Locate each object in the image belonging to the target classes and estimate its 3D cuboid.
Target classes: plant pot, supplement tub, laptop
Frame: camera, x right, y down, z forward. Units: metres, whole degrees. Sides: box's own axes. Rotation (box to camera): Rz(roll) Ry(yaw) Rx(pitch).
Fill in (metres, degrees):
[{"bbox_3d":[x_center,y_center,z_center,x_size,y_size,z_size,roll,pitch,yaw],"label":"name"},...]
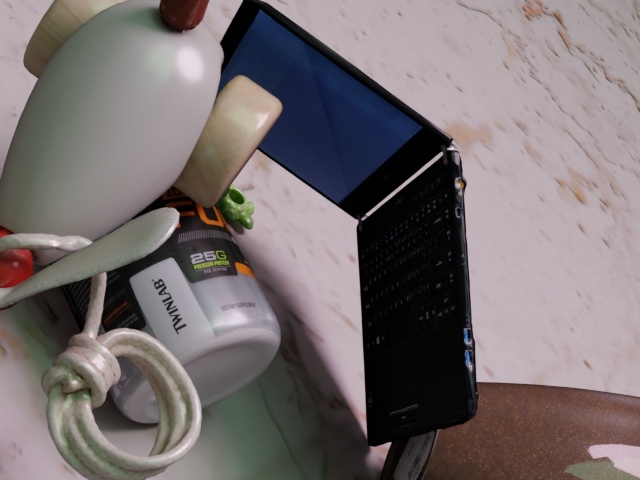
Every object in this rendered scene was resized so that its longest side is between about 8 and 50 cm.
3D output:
[{"bbox_3d":[0.164,0.187,1.104,0.230,0.215,0.215,22,38,-10],"label":"plant pot"},{"bbox_3d":[-0.114,0.012,1.036,0.117,0.117,0.190,-2,56,-49],"label":"supplement tub"},{"bbox_3d":[0.000,0.000,1.063,0.137,0.234,0.264,0,79,-13],"label":"laptop"}]

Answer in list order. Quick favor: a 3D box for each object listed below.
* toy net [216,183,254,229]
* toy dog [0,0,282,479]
[{"bbox_3d":[-0.124,-0.111,1.223,0.122,0.045,0.232,-2,55,-49],"label":"toy net"},{"bbox_3d":[-0.134,-0.048,0.890,0.220,0.161,0.333,18,52,-10],"label":"toy dog"}]
